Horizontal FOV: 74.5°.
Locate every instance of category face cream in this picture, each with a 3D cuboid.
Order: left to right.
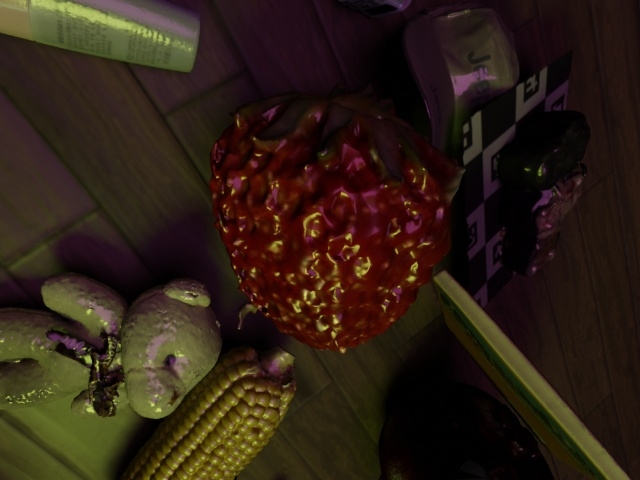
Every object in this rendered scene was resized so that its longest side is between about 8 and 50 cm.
[{"bbox_3d":[-0.227,-0.225,0.423,0.198,0.057,0.084,6,147,-27],"label":"face cream"}]

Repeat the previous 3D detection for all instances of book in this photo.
[{"bbox_3d":[0.260,0.191,0.584,0.028,0.262,0.374,-36,153,3],"label":"book"}]

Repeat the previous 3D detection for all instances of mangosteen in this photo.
[{"bbox_3d":[0.226,0.397,0.711,0.293,0.297,0.297,-32,118,8],"label":"mangosteen"}]

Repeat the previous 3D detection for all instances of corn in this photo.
[{"bbox_3d":[-0.163,0.278,0.576,0.347,0.130,0.130,-47,119,-2],"label":"corn"}]

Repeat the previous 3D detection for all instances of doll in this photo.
[{"bbox_3d":[-0.258,0.139,0.492,0.278,0.149,0.175,-6,141,-11],"label":"doll"}]

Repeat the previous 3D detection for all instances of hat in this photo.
[{"bbox_3d":[0.205,-0.208,0.567,0.149,0.245,0.214,-12,118,20],"label":"hat"}]

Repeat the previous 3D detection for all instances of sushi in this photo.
[{"bbox_3d":[0.355,-0.061,0.657,0.296,0.100,0.373,-36,129,-26],"label":"sushi"}]

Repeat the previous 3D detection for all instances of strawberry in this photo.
[{"bbox_3d":[-0.002,0.000,0.500,0.292,0.292,0.343,0,120,-25],"label":"strawberry"}]

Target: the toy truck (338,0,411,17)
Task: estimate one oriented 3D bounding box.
[{"bbox_3d":[0.097,-0.371,0.528,0.115,0.080,0.178,13,98,-38],"label":"toy truck"}]

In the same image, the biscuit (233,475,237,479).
[{"bbox_3d":[-0.168,0.442,0.677,0.064,0.034,0.199,-3,106,-25],"label":"biscuit"}]
